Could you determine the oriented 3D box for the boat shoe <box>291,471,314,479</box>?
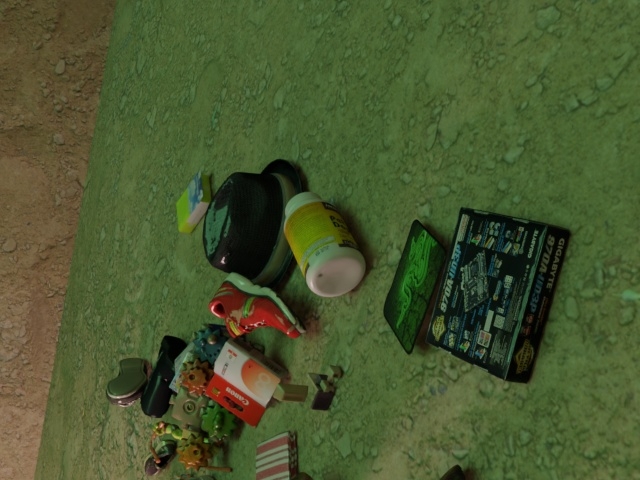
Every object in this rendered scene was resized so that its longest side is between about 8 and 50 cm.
[{"bbox_3d":[-0.078,0.578,1.287,0.342,0.123,0.123,-55,6,16],"label":"boat shoe"}]

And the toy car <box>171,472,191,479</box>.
[{"bbox_3d":[-0.370,0.616,1.814,0.122,0.060,0.040,-14,36,49],"label":"toy car"}]

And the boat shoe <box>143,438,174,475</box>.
[{"bbox_3d":[-0.446,0.606,1.933,0.152,0.056,0.049,-57,32,30],"label":"boat shoe"}]

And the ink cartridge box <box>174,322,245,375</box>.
[{"bbox_3d":[-0.275,0.275,1.731,0.207,0.097,0.046,-46,44,41],"label":"ink cartridge box"}]

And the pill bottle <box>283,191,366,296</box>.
[{"bbox_3d":[0.000,0.000,1.365,0.117,0.117,0.215,-59,37,28],"label":"pill bottle"}]

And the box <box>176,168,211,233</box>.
[{"bbox_3d":[-0.369,-0.114,2.064,0.178,0.043,0.109,-46,44,41],"label":"box"}]

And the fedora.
[{"bbox_3d":[-0.171,-0.037,1.619,0.334,0.153,0.333,-25,60,52],"label":"fedora"}]

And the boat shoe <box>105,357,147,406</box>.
[{"bbox_3d":[-0.566,0.439,2.090,0.335,0.112,0.095,-140,46,-78],"label":"boat shoe"}]

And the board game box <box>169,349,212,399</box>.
[{"bbox_3d":[-0.268,0.342,1.657,0.154,0.026,0.103,31,99,11],"label":"board game box"}]

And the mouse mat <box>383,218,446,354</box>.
[{"bbox_3d":[0.151,0.074,1.160,0.152,0.007,0.189,-120,44,-65],"label":"mouse mat"}]

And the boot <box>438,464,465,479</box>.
[{"bbox_3d":[0.179,0.435,1.001,0.106,0.082,0.219,32,104,34],"label":"boot"}]

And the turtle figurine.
[{"bbox_3d":[-0.295,0.452,1.720,0.270,0.087,0.217,5,80,36],"label":"turtle figurine"}]

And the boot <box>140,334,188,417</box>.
[{"bbox_3d":[-0.413,0.392,1.912,0.246,0.094,0.207,30,102,64],"label":"boot"}]

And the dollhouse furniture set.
[{"bbox_3d":[-0.035,0.260,1.342,0.081,0.114,0.090,50,124,57],"label":"dollhouse furniture set"}]

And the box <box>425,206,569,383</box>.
[{"bbox_3d":[0.247,0.072,1.009,0.175,0.051,0.220,19,96,59],"label":"box"}]

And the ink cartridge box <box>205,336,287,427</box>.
[{"bbox_3d":[-0.172,0.314,1.525,0.145,0.045,0.179,33,113,10],"label":"ink cartridge box"}]

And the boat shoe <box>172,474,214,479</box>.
[{"bbox_3d":[-0.256,0.649,1.571,0.320,0.103,0.118,47,120,53],"label":"boat shoe"}]

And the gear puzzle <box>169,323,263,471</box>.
[{"bbox_3d":[-0.262,0.369,1.610,0.044,0.176,0.338,-10,-60,-79],"label":"gear puzzle"}]

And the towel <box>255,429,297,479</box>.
[{"bbox_3d":[-0.088,0.497,1.431,0.144,0.029,0.196,-36,48,48],"label":"towel"}]

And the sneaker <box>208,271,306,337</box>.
[{"bbox_3d":[-0.138,0.164,1.487,0.279,0.107,0.118,18,61,49],"label":"sneaker"}]
